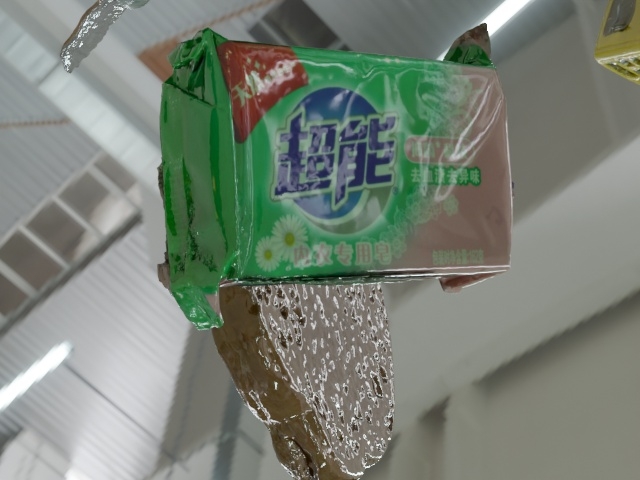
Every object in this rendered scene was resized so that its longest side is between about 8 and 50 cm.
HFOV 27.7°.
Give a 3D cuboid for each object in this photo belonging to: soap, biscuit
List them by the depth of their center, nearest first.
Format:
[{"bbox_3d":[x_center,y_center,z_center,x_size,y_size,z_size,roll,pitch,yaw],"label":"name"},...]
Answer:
[{"bbox_3d":[0.016,-0.053,0.905,0.098,0.273,0.218,-12,-99,49],"label":"soap"},{"bbox_3d":[-0.028,0.033,1.177,0.074,0.381,0.359,-20,-132,21],"label":"biscuit"}]

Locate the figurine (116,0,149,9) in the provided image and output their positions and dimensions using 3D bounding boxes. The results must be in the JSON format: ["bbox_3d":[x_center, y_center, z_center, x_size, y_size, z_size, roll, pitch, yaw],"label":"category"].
[{"bbox_3d":[-0.042,-0.316,0.919,0.370,0.281,0.167,-45,-119,-11],"label":"figurine"}]

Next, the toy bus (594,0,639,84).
[{"bbox_3d":[0.384,-0.209,1.187,0.330,0.152,0.144,-169,-82,-78],"label":"toy bus"}]

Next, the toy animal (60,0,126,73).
[{"bbox_3d":[-0.192,-0.328,1.570,0.284,0.225,0.302,-20,-159,-20],"label":"toy animal"}]
